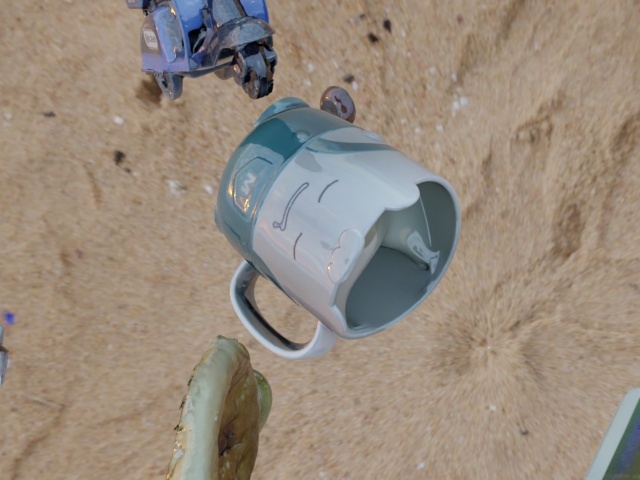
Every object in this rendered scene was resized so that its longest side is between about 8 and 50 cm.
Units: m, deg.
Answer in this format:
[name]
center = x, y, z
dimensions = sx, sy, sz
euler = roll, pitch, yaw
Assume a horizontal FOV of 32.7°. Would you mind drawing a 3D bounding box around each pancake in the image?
[pancake]
center = -0.110, 0.257, 1.063
dimensions = 0.065, 0.356, 0.356
euler = 5, 85, 3

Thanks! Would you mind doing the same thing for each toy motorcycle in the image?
[toy motorcycle]
center = -0.151, -0.278, 1.314
dimensions = 0.125, 0.358, 0.213
euler = -24, 109, -20

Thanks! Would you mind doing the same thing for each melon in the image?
[melon]
center = -0.135, 0.271, 1.703
dimensions = 0.099, 0.099, 0.162
euler = 32, 111, 10

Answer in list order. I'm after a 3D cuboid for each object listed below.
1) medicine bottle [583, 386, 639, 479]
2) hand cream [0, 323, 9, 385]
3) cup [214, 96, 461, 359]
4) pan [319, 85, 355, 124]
[medicine bottle]
center = 0.242, 0.207, 0.778
dimensions = 0.121, 0.083, 0.229
euler = 9, 43, 33
[hand cream]
center = -0.495, 0.245, 1.614
dimensions = 0.084, 0.050, 0.257
euler = 17, 104, 24
[cup]
center = 0.000, 0.000, 1.308
dimensions = 0.257, 0.219, 0.290
euler = 36, 106, 32
[pan]
center = 0.035, -0.179, 1.656
dimensions = 0.023, 0.068, 0.115
euler = -32, 91, -38
